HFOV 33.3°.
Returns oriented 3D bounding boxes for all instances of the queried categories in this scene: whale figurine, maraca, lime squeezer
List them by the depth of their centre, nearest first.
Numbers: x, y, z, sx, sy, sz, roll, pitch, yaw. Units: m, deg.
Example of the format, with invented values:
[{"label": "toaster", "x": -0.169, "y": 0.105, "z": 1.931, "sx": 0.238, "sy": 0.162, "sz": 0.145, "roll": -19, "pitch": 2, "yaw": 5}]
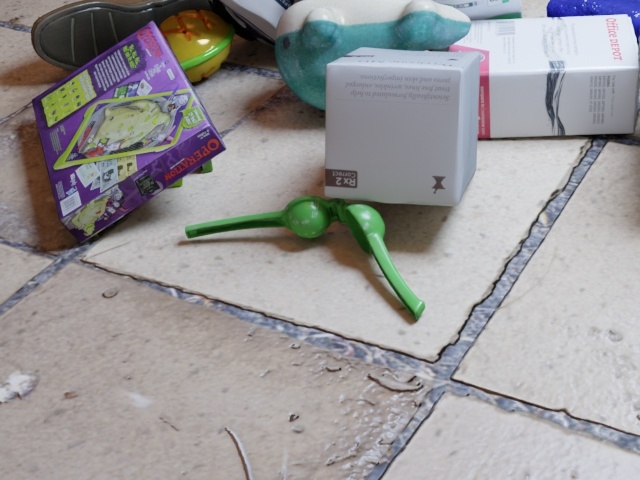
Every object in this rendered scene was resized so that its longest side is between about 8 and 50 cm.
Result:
[{"label": "lime squeezer", "x": 0.000, "y": 0.000, "z": 1.185, "sx": 0.310, "sy": 0.059, "sz": 0.110, "roll": 18, "pitch": 71, "yaw": 29}, {"label": "whale figurine", "x": 0.063, "y": -0.244, "z": 1.403, "sx": 0.272, "sy": 0.141, "sz": 0.216, "roll": 0, "pitch": -3, "yaw": 42}, {"label": "maraca", "x": -0.205, "y": -0.274, "z": 1.565, "sx": 0.127, "sy": 0.099, "sz": 0.185, "roll": 13, "pitch": 44, "yaw": 44}]

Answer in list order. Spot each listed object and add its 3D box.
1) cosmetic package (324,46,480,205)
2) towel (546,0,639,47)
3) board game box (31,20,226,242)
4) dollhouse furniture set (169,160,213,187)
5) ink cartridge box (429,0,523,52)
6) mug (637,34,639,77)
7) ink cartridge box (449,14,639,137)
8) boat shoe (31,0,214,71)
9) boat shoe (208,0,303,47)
[{"label": "cosmetic package", "x": 0.097, "y": -0.135, "z": 1.224, "sx": 0.151, "sy": 0.151, "sz": 0.184, "roll": 4, "pitch": 16, "yaw": 13}, {"label": "towel", "x": 0.510, "y": -0.319, "z": 1.554, "sx": 0.227, "sy": 0.076, "sz": 0.308, "roll": -25, "pitch": 37, "yaw": -37}, {"label": "board game box", "x": -0.256, "y": -0.151, "z": 1.369, "sx": 0.208, "sy": 0.056, "sz": 0.347, "roll": -36, "pitch": 36, "yaw": 4}, {"label": "dollhouse furniture set", "x": -0.214, "y": -0.107, "z": 1.354, "sx": 0.151, "sy": 0.058, "sz": 0.076, "roll": -8, "pitch": 34, "yaw": -4}, {"label": "ink cartridge box", "x": 0.168, "y": -0.306, "z": 1.497, "sx": 0.224, "sy": 0.181, "sz": 0.056, "roll": -14, "pitch": 67, "yaw": 8}, {"label": "mug", "x": 0.521, "y": -0.268, "z": 1.205, "sx": 0.276, "sy": 0.374, "sz": 0.328, "roll": 24, "pitch": 20, "yaw": 7}, {"label": "ink cartridge box", "x": 0.288, "y": -0.216, "z": 1.401, "sx": 0.237, "sy": 0.100, "sz": 0.172, "roll": -1, "pitch": 34, "yaw": 10}, {"label": "boat shoe", "x": -0.317, "y": -0.336, "z": 1.680, "sx": 0.307, "sy": 0.111, "sz": 0.104, "roll": -16, "pitch": 30, "yaw": -32}, {"label": "boat shoe", "x": -0.133, "y": -0.382, "z": 1.556, "sx": 0.158, "sy": 0.340, "sz": 0.127, "roll": 17, "pitch": 74, "yaw": 39}]
